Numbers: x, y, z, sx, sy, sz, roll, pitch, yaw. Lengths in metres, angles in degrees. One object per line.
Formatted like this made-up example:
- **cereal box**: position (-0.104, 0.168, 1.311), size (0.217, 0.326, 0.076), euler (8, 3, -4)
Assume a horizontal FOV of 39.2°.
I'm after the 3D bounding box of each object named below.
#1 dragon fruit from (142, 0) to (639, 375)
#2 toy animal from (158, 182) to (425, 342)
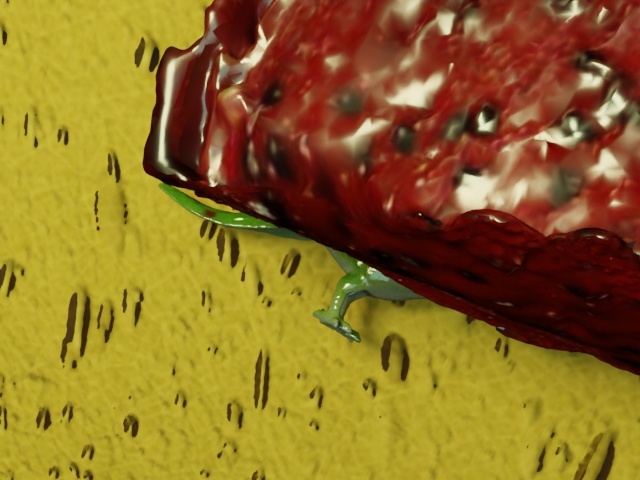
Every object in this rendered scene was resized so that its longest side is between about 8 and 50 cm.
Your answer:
- **dragon fruit**: position (0.109, -0.078, 0.450), size (0.329, 0.228, 0.286), euler (2, 73, 27)
- **toy animal**: position (-0.002, 0.016, 0.529), size (0.217, 0.041, 0.075), euler (10, 74, 12)
